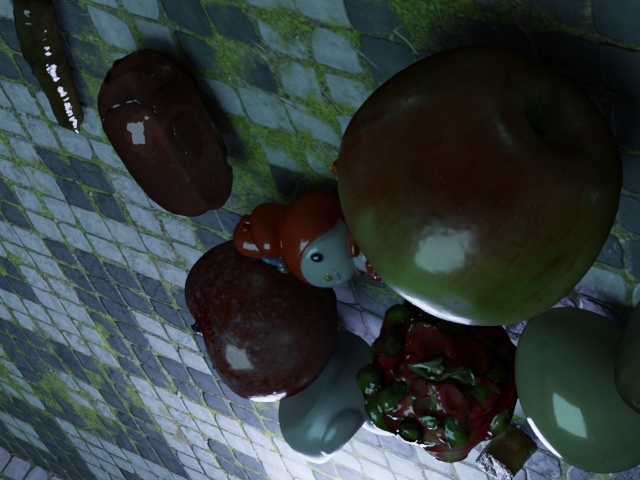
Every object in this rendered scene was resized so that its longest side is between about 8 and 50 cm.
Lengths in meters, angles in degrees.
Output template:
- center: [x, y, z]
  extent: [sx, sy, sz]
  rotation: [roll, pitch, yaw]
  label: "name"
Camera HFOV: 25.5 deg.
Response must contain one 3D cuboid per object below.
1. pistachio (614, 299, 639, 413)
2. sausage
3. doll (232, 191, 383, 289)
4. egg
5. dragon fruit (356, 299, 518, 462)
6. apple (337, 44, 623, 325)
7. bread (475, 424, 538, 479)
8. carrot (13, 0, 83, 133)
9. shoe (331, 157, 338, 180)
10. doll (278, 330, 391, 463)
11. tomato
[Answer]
- center: [0.474, 0.131, 1.712]
  extent: [0.288, 0.166, 0.197]
  rotation: [-40, 67, 48]
  label: "pistachio"
- center: [-0.226, -0.154, 2.063]
  extent: [0.152, 0.152, 0.280]
  rotation: [13, 145, 37]
  label: "sausage"
- center: [0.000, 0.000, 2.067]
  extent: [0.290, 0.130, 0.161]
  rotation: [8, 151, 19]
  label: "doll"
- center: [0.362, 0.199, 1.907]
  extent: [0.188, 0.188, 0.254]
  rotation: [-11, 118, 56]
  label: "egg"
- center: [0.175, 0.189, 2.053]
  extent: [0.237, 0.231, 0.303]
  rotation: [41, -165, -9]
  label: "dragon fruit"
- center: [0.181, -0.067, 1.567]
  extent: [0.319, 0.319, 0.277]
  rotation: [43, 124, -15]
  label: "apple"
- center: [0.308, 0.354, 2.340]
  extent: [0.070, 0.083, 0.077]
  rotation: [41, 151, 11]
  label: "bread"
- center: [-0.421, -0.269, 2.199]
  extent: [0.070, 0.070, 0.342]
  rotation: [27, 154, 17]
  label: "carrot"
- center: [0.083, -0.088, 1.898]
  extent: [0.077, 0.074, 0.194]
  rotation: [51, 152, -19]
  label: "shoe"
- center: [0.058, 0.268, 2.354]
  extent: [0.221, 0.251, 0.221]
  rotation: [33, -166, -9]
  label: "doll"
- center: [-0.085, 0.119, 2.238]
  extent: [0.270, 0.227, 0.270]
  rotation: [-24, -90, -87]
  label: "tomato"
